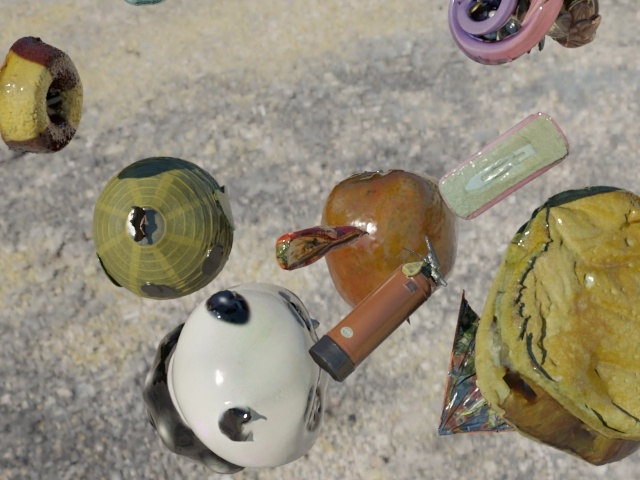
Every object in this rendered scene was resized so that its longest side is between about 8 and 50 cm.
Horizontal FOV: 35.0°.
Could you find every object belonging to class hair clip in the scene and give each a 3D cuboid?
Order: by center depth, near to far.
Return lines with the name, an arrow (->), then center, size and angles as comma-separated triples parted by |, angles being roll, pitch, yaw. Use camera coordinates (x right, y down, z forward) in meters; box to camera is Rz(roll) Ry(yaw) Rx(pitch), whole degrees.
hair clip -> 0.178, -0.071, 0.983 | 0.137, 0.054, 0.022 | -36, 3, 29

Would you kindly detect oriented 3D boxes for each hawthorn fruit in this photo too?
hawthorn fruit -> 0.128, 0.015, 1.891 | 0.267, 0.301, 0.268 | -10, -1, 0

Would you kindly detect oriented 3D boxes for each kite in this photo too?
kite -> 0.204, 0.161, 1.184 | 0.189, 0.232, 0.009 | -41, 23, 1

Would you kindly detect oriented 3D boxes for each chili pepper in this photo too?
chili pepper -> 0.000, 0.000, 1.169 | 0.027, 0.045, 0.178 | 18, 22, 36

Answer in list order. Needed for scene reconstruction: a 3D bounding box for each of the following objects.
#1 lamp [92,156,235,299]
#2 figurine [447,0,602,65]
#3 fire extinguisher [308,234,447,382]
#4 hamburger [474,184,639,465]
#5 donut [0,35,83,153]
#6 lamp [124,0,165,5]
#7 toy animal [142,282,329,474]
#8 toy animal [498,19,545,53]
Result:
lamp -> -0.268, -0.024, 1.707 | 0.250, 0.250, 0.284 | -8, -4, 5
figurine -> 0.210, -0.235, 0.982 | 0.157, 0.114, 0.126 | -14, 22, -24
fire extinguisher -> 0.065, 0.069, 1.056 | 0.177, 0.050, 0.062 | -43, 75, -13
hamburger -> 0.301, 0.094, 1.112 | 0.265, 0.134, 0.285 | 26, 74, -6
donut -> -0.410, -0.206, 1.494 | 0.073, 0.184, 0.166 | 14, 52, 13
lamp -> -0.216, -0.384, 1.070 | 0.147, 0.284, 0.209 | -30, -5, -19
toy animal -> -0.108, 0.187, 1.336 | 0.250, 0.310, 0.251 | 5, 68, -11
toy animal -> 0.322, -0.438, 1.833 | 0.084, 0.148, 0.233 | -20, 56, -23
